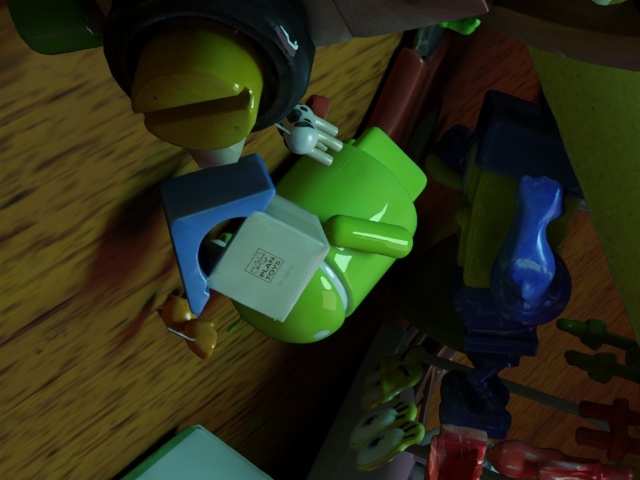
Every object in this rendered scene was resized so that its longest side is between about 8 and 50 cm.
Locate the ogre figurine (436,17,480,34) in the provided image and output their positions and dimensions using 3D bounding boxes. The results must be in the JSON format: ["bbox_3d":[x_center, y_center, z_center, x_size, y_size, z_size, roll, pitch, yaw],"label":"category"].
[{"bbox_3d":[0.081,-0.176,0.778,0.197,0.097,0.118,-49,179,14],"label":"ogre figurine"}]

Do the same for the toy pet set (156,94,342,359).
[{"bbox_3d":[-0.046,-0.008,0.837,0.122,0.065,0.114,-58,-159,15],"label":"toy pet set"}]

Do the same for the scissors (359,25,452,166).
[{"bbox_3d":[0.058,-0.108,1.003,0.109,0.021,0.297,-35,152,-54],"label":"scissors"}]

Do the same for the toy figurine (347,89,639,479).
[{"bbox_3d":[0.136,-0.004,1.108,0.362,0.191,0.217,-69,170,-75],"label":"toy figurine"}]

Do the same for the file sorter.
[{"bbox_3d":[0.068,0.237,1.310,0.193,0.173,0.278,79,35,-59],"label":"file sorter"}]

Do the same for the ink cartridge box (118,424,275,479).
[{"bbox_3d":[-0.105,0.220,1.025,0.153,0.087,0.208,-38,157,-50],"label":"ink cartridge box"}]

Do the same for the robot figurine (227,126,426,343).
[{"bbox_3d":[0.000,0.000,0.937,0.115,0.067,0.101,-50,-166,-27],"label":"robot figurine"}]

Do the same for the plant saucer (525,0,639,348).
[{"bbox_3d":[0.285,-0.075,1.004,0.332,0.333,0.081,-21,-178,-23],"label":"plant saucer"}]

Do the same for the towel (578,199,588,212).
[{"bbox_3d":[0.319,-0.086,1.299,0.374,0.320,0.090,87,23,-65],"label":"towel"}]

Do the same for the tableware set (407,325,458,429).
[{"bbox_3d":[0.117,0.055,1.485,0.194,0.039,0.128,-48,163,-30],"label":"tableware set"}]

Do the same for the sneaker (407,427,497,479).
[{"bbox_3d":[0.036,0.258,1.555,0.292,0.110,0.118,-51,174,10],"label":"sneaker"}]

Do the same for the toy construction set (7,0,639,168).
[{"bbox_3d":[0.042,-0.119,0.614,0.237,0.257,0.309,-16,159,22],"label":"toy construction set"}]
